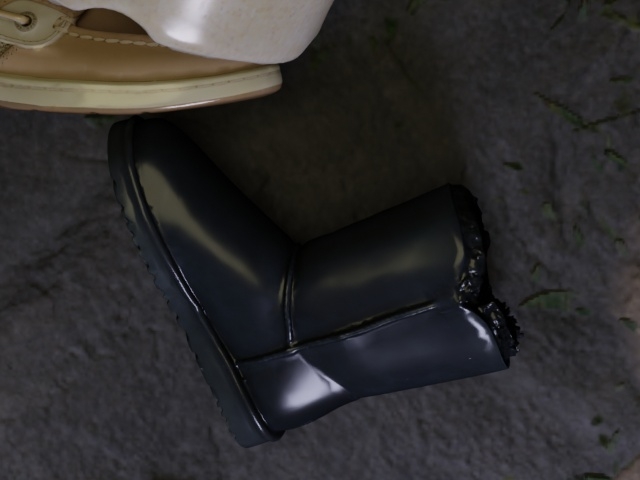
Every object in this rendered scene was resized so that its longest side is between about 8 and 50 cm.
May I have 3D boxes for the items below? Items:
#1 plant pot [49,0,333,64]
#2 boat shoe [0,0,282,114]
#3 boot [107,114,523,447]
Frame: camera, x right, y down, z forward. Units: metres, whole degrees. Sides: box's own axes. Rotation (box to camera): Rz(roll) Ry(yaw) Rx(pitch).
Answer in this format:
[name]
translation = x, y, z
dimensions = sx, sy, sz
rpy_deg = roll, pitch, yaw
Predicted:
[plant pot]
translation = -0.057, -0.285, 1.080
dimensions = 0.334, 0.334, 0.305
rpy_deg = 25, 109, 6
[boat shoe]
translation = -0.192, -0.143, 1.195
dimensions = 0.341, 0.121, 0.110
rpy_deg = 5, 97, 10
[boot]
translation = 0.000, 0.000, 1.184
dimensions = 0.207, 0.094, 0.246
rpy_deg = -22, 103, 14
